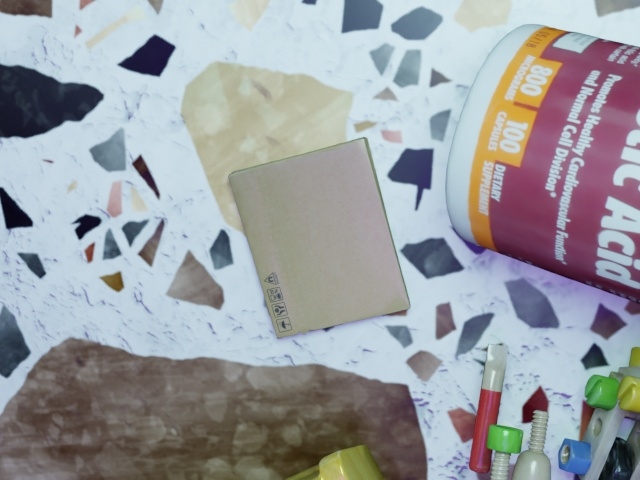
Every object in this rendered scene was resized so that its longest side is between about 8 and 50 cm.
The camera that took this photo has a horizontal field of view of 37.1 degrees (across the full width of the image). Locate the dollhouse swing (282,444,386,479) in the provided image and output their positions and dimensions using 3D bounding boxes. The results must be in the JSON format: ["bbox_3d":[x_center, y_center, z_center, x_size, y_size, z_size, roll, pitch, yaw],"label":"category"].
[{"bbox_3d":[-0.079,0.422,1.046,0.346,0.305,0.315,-27,96,14],"label":"dollhouse swing"}]

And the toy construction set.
[{"bbox_3d":[0.319,0.152,0.979,0.308,0.257,0.237,8,87,17],"label":"toy construction set"}]

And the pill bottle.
[{"bbox_3d":[0.330,-0.043,0.841,0.392,0.224,0.224,21,107,29],"label":"pill bottle"}]

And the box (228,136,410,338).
[{"bbox_3d":[0.000,0.000,1.080,0.164,0.021,0.201,-14,100,13],"label":"box"}]
